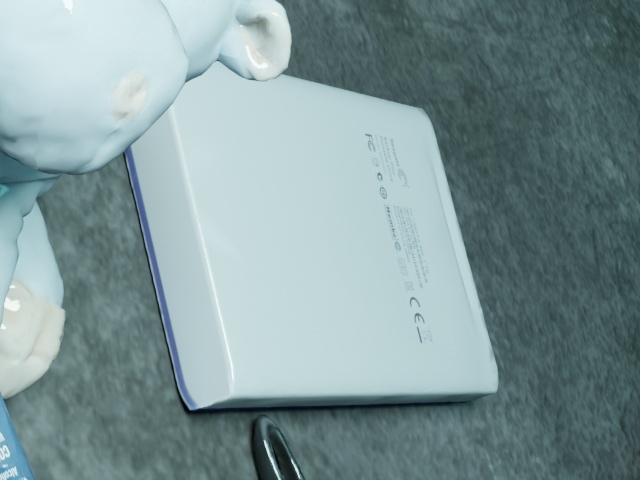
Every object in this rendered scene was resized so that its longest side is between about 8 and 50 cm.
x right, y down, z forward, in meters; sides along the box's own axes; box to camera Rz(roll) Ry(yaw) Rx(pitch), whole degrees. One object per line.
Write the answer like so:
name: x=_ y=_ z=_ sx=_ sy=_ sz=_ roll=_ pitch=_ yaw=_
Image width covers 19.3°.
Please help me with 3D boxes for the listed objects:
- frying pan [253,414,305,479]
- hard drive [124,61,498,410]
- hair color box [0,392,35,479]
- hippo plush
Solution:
frying pan: x=0.047 y=0.270 z=1.090 sx=0.197 sy=0.053 sz=0.326 roll=24 pitch=55 yaw=-52
hard drive: x=0.000 y=0.000 z=1.181 sx=0.318 sy=0.040 sz=0.210 roll=6 pitch=66 yaw=-58
hair color box: x=-0.180 y=0.146 z=0.661 sx=0.105 sy=0.174 sz=0.347 roll=-23 pitch=92 yaw=-60
hippo plush: x=-0.124 y=-0.057 z=0.816 sx=0.234 sy=0.236 sz=0.294 roll=63 pitch=30 yaw=-10
